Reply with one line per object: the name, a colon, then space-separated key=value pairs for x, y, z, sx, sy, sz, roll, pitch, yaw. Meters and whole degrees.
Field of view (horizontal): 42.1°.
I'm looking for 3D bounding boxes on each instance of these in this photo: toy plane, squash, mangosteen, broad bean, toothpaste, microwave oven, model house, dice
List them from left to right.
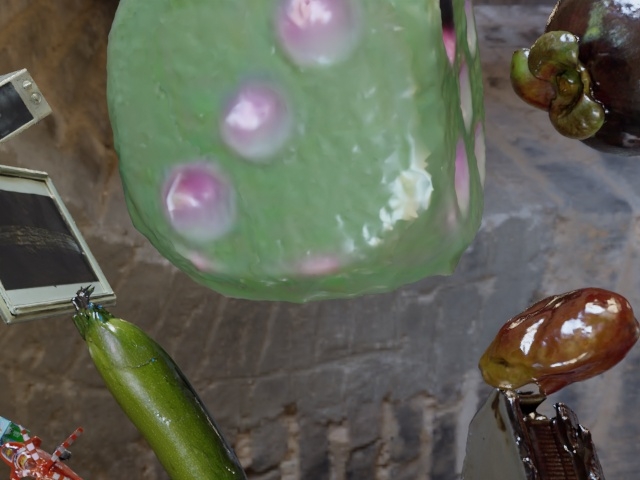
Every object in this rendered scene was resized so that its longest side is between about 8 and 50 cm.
toothpaste: x=-0.716 y=0.365 z=1.720 sx=0.050 sy=0.267 sz=0.065 roll=-64 pitch=-34 yaw=-18
microwave oven: x=-0.848 y=-0.314 z=2.127 sx=0.194 sy=0.240 sz=0.145 roll=-3 pitch=123 yaw=48
toy plane: x=-0.328 y=0.310 z=1.105 sx=0.077 sy=0.194 sz=0.126 roll=164 pitch=116 yaw=-67
squash: x=-0.184 y=0.192 z=0.965 sx=0.331 sy=0.087 sz=0.087 roll=55 pitch=177 yaw=-4
dice: x=-0.006 y=-0.129 z=0.859 sx=0.318 sy=0.323 sz=0.330 roll=-39 pitch=-55 yaw=-66
model house: x=0.437 y=0.468 z=1.636 sx=0.297 sy=0.283 sz=0.317 roll=-52 pitch=43 yaw=49
broad bean: x=0.336 y=0.150 z=1.179 sx=0.122 sy=0.229 sz=0.156 roll=57 pitch=-169 yaw=-10
mangosteen: x=0.437 y=-0.255 z=1.212 sx=0.288 sy=0.288 sz=0.287 roll=178 pitch=90 yaw=-86

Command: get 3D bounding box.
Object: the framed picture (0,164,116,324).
framed picture: x=-0.373 y=-0.006 z=1.070 sx=0.231 sy=0.018 sz=0.293 roll=59 pitch=-172 yaw=5
